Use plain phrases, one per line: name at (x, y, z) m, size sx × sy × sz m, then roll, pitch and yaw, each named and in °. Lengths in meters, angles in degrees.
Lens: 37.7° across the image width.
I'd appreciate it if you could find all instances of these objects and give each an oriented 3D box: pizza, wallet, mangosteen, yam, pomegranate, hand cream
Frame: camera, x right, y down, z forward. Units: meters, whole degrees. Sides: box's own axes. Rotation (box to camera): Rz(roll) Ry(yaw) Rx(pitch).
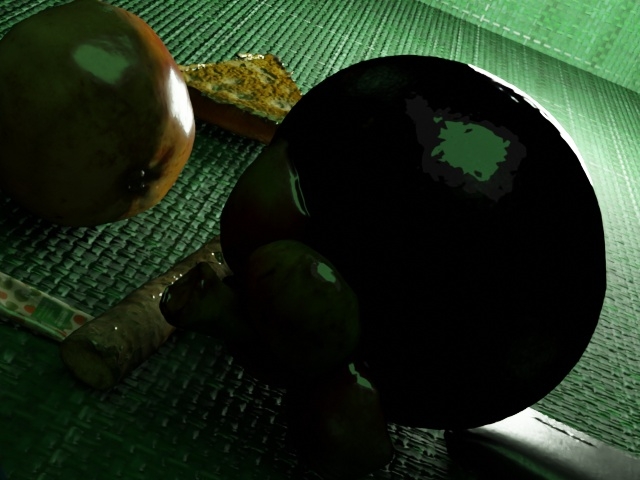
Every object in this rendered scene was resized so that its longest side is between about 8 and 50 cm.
pizza at (-0.142, -0.237, 1.501) m, size 0.251 × 0.074 × 0.288 m, roll 11°, pitch 29°, yaw -22°
wallet at (0.251, 0.234, 1.010) m, size 0.250 × 0.044 × 0.149 m, roll 26°, pitch 25°, yaw 7°
mangosteen at (0.072, 0.024, 0.917) m, size 0.382 × 0.382 × 0.435 m, roll 36°, pitch 45°, yaw 22°
yam at (-0.160, 0.063, 0.982) m, size 0.066 × 0.066 × 0.299 m, roll 29°, pitch 29°, yaw 10°
pomegranate at (-0.277, -0.149, 1.073) m, size 0.229 × 0.252 × 0.270 m, roll -24°, pitch 52°, yaw -28°
hand cream at (-0.294, 0.063, 0.925) m, size 0.165 × 0.037 × 0.057 m, roll 26°, pitch 28°, yaw -7°

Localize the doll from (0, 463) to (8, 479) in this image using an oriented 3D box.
doll at (-0.262, 0.201, 0.652) m, size 0.114 × 0.086 × 0.152 m, roll -6°, pitch 46°, yaw -12°
